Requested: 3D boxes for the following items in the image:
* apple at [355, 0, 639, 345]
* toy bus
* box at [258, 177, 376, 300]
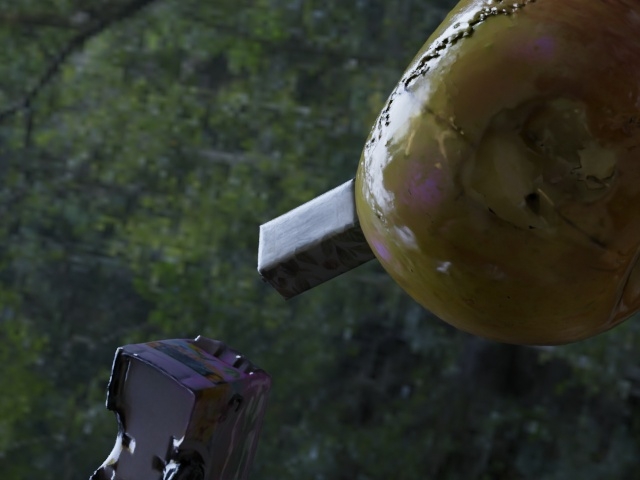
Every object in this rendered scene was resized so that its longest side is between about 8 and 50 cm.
[{"bbox_3d":[0.088,-0.028,0.705,0.146,0.146,0.146,-24,-61,-54],"label":"apple"},{"bbox_3d":[-0.116,0.208,1.339,0.112,0.090,0.274,-9,-60,-52],"label":"toy bus"},{"bbox_3d":[0.000,0.000,1.452,0.045,0.098,0.062,46,-154,-36],"label":"box"}]
